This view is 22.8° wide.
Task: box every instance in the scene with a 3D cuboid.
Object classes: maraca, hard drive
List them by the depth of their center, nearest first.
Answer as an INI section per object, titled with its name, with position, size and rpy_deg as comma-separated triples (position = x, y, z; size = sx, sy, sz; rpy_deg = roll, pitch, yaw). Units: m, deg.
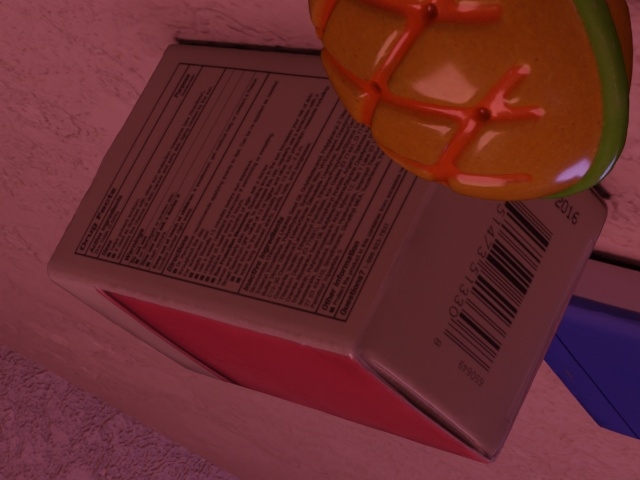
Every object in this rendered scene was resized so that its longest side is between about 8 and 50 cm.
[maraca]
position = 0.042, -0.093, 0.547
size = 0.127, 0.099, 0.186
rpy_deg = -6, 119, 54
[hard drive]
position = 0.269, 0.095, 0.863
size = 0.318, 0.040, 0.210
rpy_deg = 15, 160, 36

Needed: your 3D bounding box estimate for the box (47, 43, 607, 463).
[box]
position = 0.000, 0.000, 0.802
size = 0.232, 0.149, 0.127
rpy_deg = 12, 159, 46
